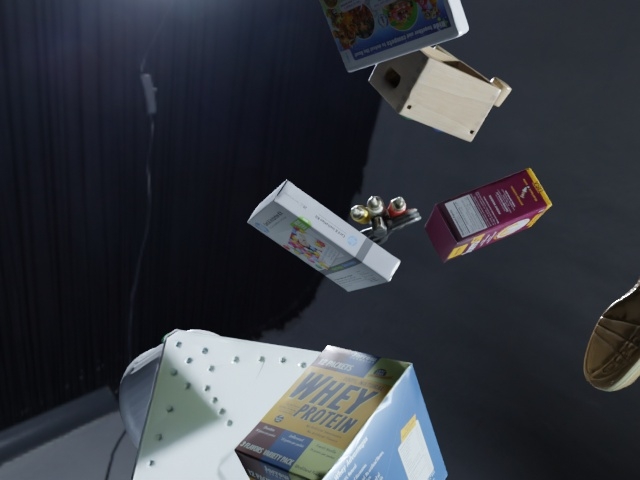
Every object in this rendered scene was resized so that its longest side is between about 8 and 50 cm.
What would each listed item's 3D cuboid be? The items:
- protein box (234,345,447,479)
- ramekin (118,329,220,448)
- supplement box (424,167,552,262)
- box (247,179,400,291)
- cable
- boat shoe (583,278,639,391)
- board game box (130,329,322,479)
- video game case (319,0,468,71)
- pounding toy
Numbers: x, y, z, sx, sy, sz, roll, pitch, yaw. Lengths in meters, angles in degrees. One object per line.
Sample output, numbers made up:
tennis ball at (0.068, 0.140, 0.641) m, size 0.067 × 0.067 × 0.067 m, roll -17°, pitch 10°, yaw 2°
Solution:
protein box at (0.036, 0.279, 0.792) m, size 0.136 × 0.201 × 0.200 m, roll 4°, pitch 34°, yaw 41°
ramekin at (-0.258, 0.320, 1.306) m, size 0.277 × 0.135 × 0.277 m, roll 32°, pitch 36°, yaw -27°
supplement box at (0.290, -0.043, 1.110) m, size 0.188 × 0.104 × 0.080 m, roll -22°, pitch 72°, yaw -10°
box at (0.000, 0.000, 0.874) m, size 0.186 × 0.038 × 0.145 m, roll 36°, pitch -19°, yaw -11°
cable at (0.136, -0.042, 1.368) m, size 0.140 × 0.072 × 0.287 m, roll -10°, pitch -8°, yaw 1°
boat shoe at (0.497, 0.107, 0.919) m, size 0.089 × 0.285 × 0.104 m, roll 30°, pitch 10°, yaw -21°
board game box at (-0.108, 0.357, 1.011) m, size 0.390 × 0.389 × 0.050 m, roll 15°, pitch -4°, yaw -30°
video game case at (0.022, -0.155, 0.329) m, size 0.011 × 0.122 × 0.087 m, roll -35°, pitch 21°, yaw -33°
pounding toy at (0.181, -0.219, 0.928) m, size 0.206 × 0.094 × 0.181 m, roll 15°, pitch 27°, yaw -27°
